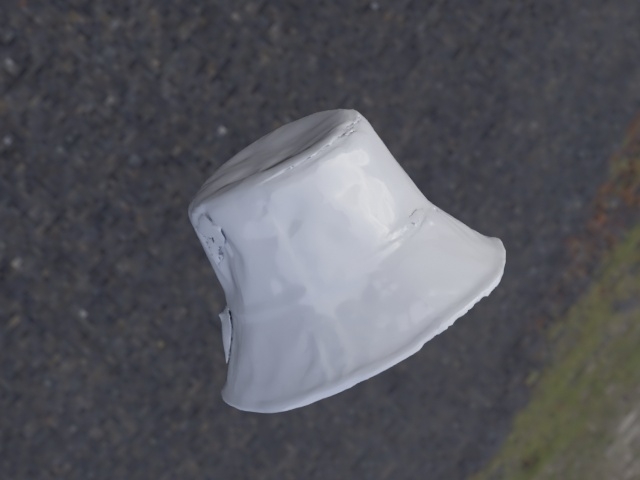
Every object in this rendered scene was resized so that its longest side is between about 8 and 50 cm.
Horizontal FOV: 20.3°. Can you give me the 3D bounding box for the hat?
[{"bbox_3d":[0.000,0.000,1.062,0.203,0.126,0.203,-25,-165,7],"label":"hat"}]
